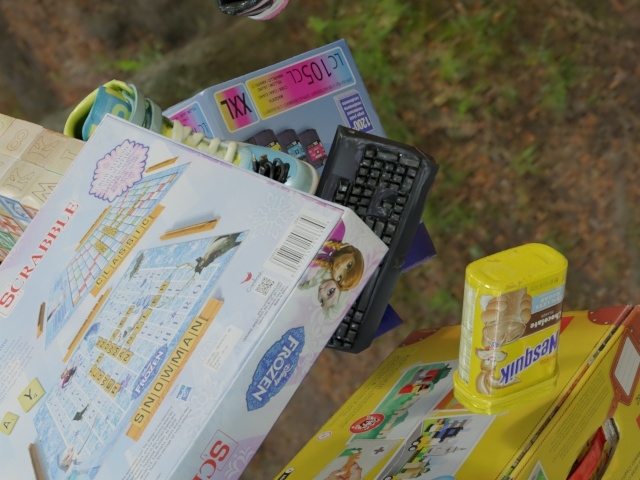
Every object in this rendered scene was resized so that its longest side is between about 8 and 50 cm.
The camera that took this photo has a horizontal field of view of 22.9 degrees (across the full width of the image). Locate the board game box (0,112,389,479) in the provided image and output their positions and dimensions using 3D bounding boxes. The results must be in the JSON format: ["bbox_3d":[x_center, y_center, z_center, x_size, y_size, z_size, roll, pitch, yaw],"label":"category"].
[{"bbox_3d":[-0.150,0.077,1.234,0.318,0.318,0.066,24,166,45],"label":"board game box"}]

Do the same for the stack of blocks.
[{"bbox_3d":[-0.245,-0.024,1.578,0.297,0.087,0.171,18,154,38],"label":"stack of blocks"}]

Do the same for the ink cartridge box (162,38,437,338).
[{"bbox_3d":[-0.020,-0.043,2.170,0.151,0.270,0.395,-18,96,54],"label":"ink cartridge box"}]

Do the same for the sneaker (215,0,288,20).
[{"bbox_3d":[-0.050,-0.294,1.678,0.072,0.077,0.178,52,131,19],"label":"sneaker"}]

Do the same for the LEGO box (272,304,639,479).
[{"bbox_3d":[0.186,0.296,2.033,0.372,0.500,0.193,-9,111,38],"label":"LEGO box"}]

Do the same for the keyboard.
[{"bbox_3d":[0.000,0.000,1.813,0.201,0.033,0.317,16,129,-3],"label":"keyboard"}]

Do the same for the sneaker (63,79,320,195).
[{"bbox_3d":[-0.170,-0.100,1.894,0.319,0.127,0.208,2,149,26],"label":"sneaker"}]

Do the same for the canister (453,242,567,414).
[{"bbox_3d":[0.213,0.098,1.769,0.073,0.126,0.170,41,140,46],"label":"canister"}]
